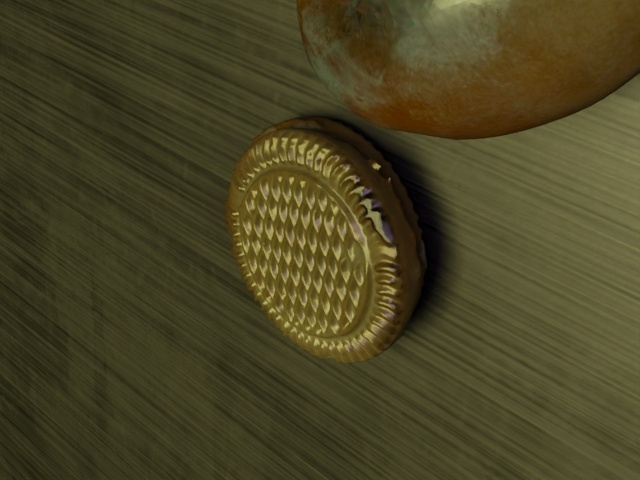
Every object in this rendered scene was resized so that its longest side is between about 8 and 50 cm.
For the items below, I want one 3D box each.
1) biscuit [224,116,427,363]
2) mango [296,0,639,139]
[{"bbox_3d":[0.000,0.000,0.946,0.259,0.079,0.259,22,123,39],"label":"biscuit"},{"bbox_3d":[0.140,-0.188,0.630,0.384,0.199,0.221,-13,91,36],"label":"mango"}]
